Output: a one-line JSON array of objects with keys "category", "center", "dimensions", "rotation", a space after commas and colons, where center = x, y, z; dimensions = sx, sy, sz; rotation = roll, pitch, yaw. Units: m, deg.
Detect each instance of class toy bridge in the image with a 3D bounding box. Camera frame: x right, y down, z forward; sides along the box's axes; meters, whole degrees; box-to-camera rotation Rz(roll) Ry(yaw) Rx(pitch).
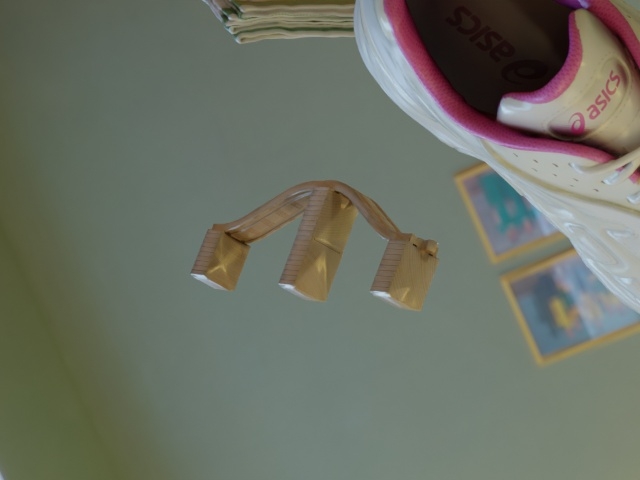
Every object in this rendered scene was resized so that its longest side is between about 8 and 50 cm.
[{"category": "toy bridge", "center": [0.000, 0.000, 0.853], "dimensions": [0.188, 0.026, 0.063], "rotation": [3, -112, 53]}]

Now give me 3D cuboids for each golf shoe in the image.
[{"category": "golf shoe", "center": [0.139, -0.035, 0.698], "dimensions": [0.115, 0.306, 0.140], "rotation": [-57, 175, 6]}]

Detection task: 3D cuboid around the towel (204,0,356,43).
[{"category": "towel", "center": [-0.032, -0.155, 0.937], "dimensions": [0.113, 0.023, 0.152], "rotation": [-4, -149, -29]}]
